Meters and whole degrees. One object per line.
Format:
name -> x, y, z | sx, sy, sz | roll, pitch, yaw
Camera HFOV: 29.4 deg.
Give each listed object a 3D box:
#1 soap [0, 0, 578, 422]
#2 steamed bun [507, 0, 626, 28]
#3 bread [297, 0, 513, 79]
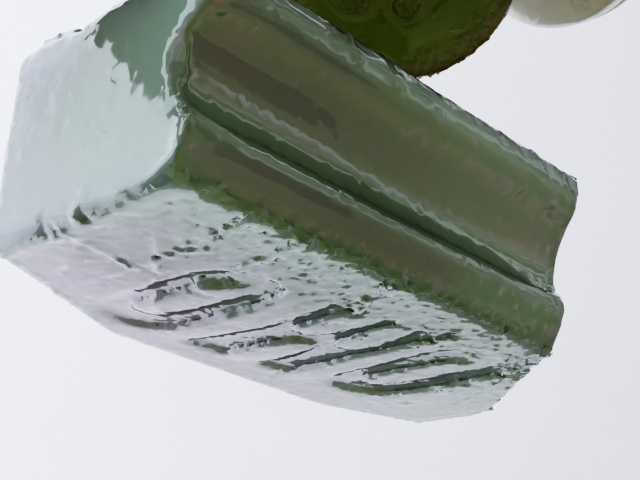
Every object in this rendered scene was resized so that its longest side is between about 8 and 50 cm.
soap -> 0.000, 0.000, 0.850 | 0.446, 0.261, 0.156 | 25, -121, -41
steamed bun -> 0.273, -0.341, 1.259 | 0.146, 0.164, 0.242 | -33, -54, -56
bread -> 0.066, -0.249, 1.040 | 0.236, 0.070, 0.236 | -5, -67, -12
